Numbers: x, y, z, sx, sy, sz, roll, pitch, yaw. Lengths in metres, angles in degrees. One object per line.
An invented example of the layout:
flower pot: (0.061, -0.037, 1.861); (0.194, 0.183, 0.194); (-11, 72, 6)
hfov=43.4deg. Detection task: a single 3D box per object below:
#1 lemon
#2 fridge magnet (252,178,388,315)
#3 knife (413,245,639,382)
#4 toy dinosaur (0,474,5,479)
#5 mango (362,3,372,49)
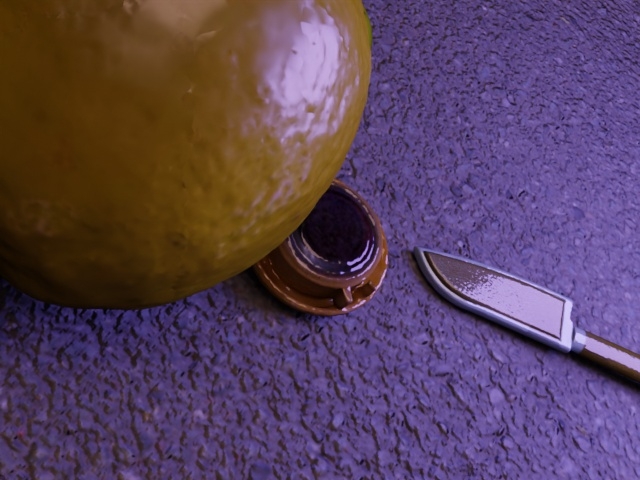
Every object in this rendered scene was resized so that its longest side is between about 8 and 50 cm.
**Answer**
lemon: (-0.130, -0.118, 0.576); (0.347, 0.348, 0.348); (12, 60, -21)
fridge magnet: (0.000, 0.000, 0.738); (0.143, 0.063, 0.143); (10, 64, -21)
knife: (0.245, 0.085, 0.840); (0.343, 0.027, 0.061); (23, 60, -11)
toy dinosaur: (-0.269, 0.236, 0.477); (0.200, 0.072, 0.251); (51, 45, -5)
mango: (-0.007, -0.198, 0.819); (0.117, 0.089, 0.163); (33, 56, -25)
